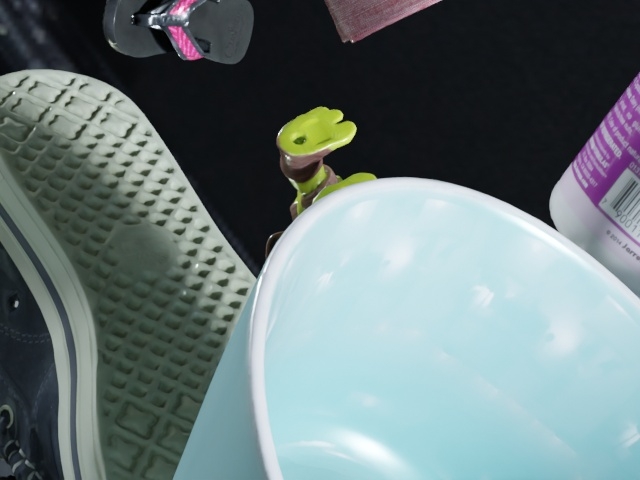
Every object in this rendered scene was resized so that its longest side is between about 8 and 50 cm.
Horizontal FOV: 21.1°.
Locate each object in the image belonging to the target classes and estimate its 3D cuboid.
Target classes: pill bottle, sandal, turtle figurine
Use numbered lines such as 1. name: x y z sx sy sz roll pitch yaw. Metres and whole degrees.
1. pill bottle: 0.308 -0.093 1.183 0.169 0.169 0.301 48 -67 31
2. sandal: -0.087 -0.154 1.191 0.040 0.179 0.067 18 -81 29
3. turtle figurine: 0.000 0.000 1.332 0.217 0.087 0.269 90 -6 -53

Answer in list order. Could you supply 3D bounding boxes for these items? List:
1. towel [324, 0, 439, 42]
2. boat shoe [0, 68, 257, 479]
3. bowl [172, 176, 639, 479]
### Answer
1. towel: 0.058 -0.374 1.540 0.237 0.037 0.329 -25 -89 12
2. boat shoe: -0.111 0.104 1.049 0.500 0.186 0.156 58 -43 36
3. bowl: 0.052 0.142 0.764 0.163 0.311 0.312 -42 -117 36
